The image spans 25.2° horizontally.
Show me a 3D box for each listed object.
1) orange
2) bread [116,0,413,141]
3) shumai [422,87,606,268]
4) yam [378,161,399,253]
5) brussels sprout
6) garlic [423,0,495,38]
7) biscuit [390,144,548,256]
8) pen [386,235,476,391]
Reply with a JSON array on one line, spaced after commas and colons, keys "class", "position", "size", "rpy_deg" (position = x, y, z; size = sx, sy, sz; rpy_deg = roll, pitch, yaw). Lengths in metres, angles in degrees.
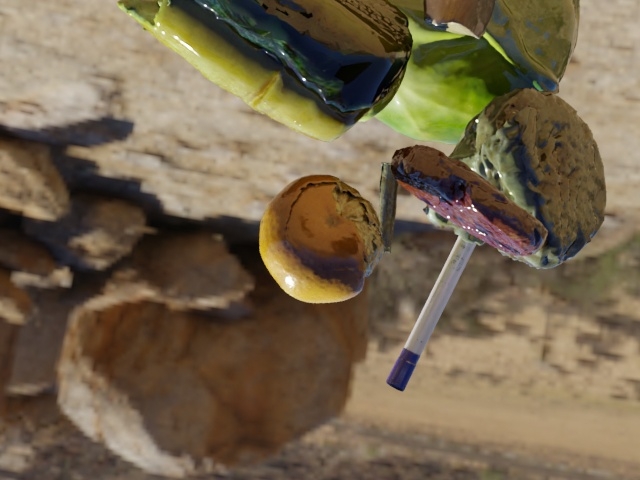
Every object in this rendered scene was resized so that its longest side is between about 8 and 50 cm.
[{"class": "orange", "position": [0.000, 0.000, 1.706], "size": [0.157, 0.156, 0.134], "rpy_deg": [12, 158, -18]}, {"class": "bread", "position": [-0.061, -0.286, 1.862], "size": [0.377, 0.208, 0.251], "rpy_deg": [31, -151, -5]}, {"class": "shumai", "position": [0.268, -0.086, 2.042], "size": [0.218, 0.255, 0.189], "rpy_deg": [-9, -169, 39]}, {"class": "yam", "position": [0.094, -0.047, 2.055], "size": [0.033, 0.129, 0.027], "rpy_deg": [7, 180, -31]}, {"class": "brussels sprout", "position": [0.218, -0.337, 2.199], "size": [0.425, 0.361, 0.342], "rpy_deg": [-28, 172, -22]}, {"class": "garlic", "position": [0.178, -0.315, 1.822], "size": [0.087, 0.101, 0.195], "rpy_deg": [10, -174, 15]}, {"class": "biscuit", "position": [0.157, -0.041, 1.508], "size": [0.192, 0.049, 0.192], "rpy_deg": [35, 179, 1]}, {"class": "pen", "position": [0.171, 0.103, 2.175], "size": [0.033, 0.269, 0.033], "rpy_deg": [26, -179, 0]}]
